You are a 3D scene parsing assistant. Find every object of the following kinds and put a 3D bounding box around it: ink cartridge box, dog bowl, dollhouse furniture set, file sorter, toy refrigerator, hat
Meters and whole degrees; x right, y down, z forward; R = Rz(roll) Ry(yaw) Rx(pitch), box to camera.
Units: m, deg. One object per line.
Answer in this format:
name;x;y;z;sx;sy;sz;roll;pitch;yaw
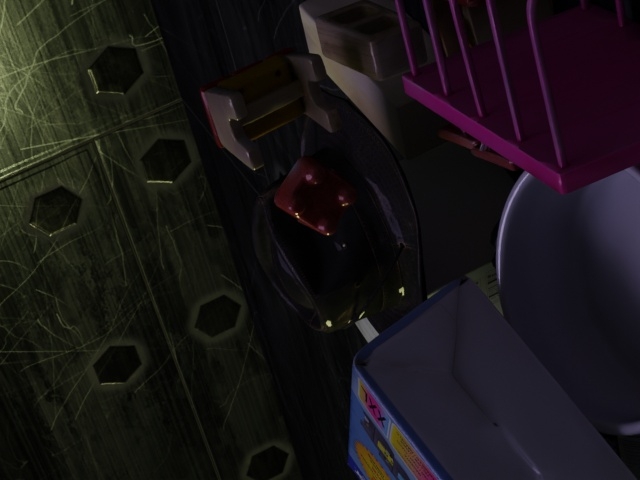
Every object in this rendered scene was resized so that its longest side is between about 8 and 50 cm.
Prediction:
ink cartridge box;0.159;0.245;1.624;0.270;0.151;0.395;52;167;20
dog bowl;0.282;0.037;1.477;0.265;0.104;0.265;24;119;52
dollhouse furniture set;0.069;-0.141;1.605;0.152;0.374;0.201;35;147;58
file sorter;0.200;-0.197;1.355;0.290;0.202;0.182;43;152;59
toy refrigerator;0.082;-0.215;2.025;0.269;0.102;0.094;51;162;45
hat;0.000;0.000;1.822;0.331;0.134;0.331;58;161;34

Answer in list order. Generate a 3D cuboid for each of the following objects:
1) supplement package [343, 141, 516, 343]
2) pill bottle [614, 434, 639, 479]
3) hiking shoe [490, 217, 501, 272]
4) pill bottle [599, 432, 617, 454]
supplement package;0.156;0.047;2.006;0.199;0.198;0.263;56;165;37
pill bottle;0.353;0.193;1.621;0.123;0.122;0.219;-168;67;-74
hiking shoe;0.279;0.098;1.810;0.132;0.113;0.304;29;152;50
pill bottle;0.280;0.286;1.823;0.301;0.169;0.169;30;151;27
